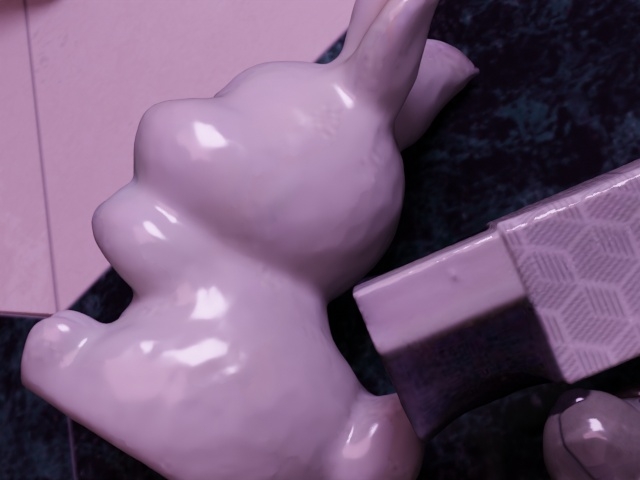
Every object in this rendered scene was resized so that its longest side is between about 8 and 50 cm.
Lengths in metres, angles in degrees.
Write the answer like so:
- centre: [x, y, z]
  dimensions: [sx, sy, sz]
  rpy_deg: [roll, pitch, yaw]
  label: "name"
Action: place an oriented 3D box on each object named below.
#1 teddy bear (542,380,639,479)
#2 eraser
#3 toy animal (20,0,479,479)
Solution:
- centre: [0.155, 0.161, 0.705]
  dimensions: [0.171, 0.144, 0.251]
  rpy_deg: [-40, 24, 16]
  label: "teddy bear"
- centre: [0.220, -0.013, 0.745]
  dimensions: [0.404, 0.098, 0.096]
  rpy_deg: [-22, 91, 3]
  label: "eraser"
- centre: [-0.011, -0.001, 0.883]
  dimensions: [0.241, 0.196, 0.367]
  rpy_deg: [19, 77, 11]
  label: "toy animal"
